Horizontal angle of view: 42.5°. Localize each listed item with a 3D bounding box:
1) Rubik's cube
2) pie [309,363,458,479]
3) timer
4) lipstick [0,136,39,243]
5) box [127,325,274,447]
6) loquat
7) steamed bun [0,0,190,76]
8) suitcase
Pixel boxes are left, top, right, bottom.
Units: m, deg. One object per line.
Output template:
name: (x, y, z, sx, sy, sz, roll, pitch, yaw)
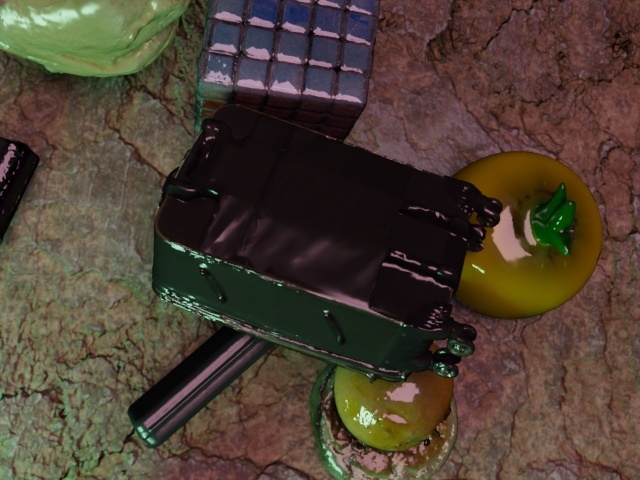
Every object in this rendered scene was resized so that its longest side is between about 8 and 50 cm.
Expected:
Rubik's cube: (-0.056, -0.280, 1.202, 0.237, 0.238, 0.237, 7, 78, -11)
pie: (0.097, 0.268, 1.252, 0.240, 0.054, 0.241, 2, 79, -12)
timer: (0.307, -0.014, 1.228, 0.285, 0.285, 0.285, 2, 82, -12)
lipstick: (-0.487, -0.005, 1.146, 0.081, 0.081, 0.300, 24, 76, -8)
box: (-0.165, 0.188, 1.148, 0.230, 0.160, 0.050, -41, 98, -15)
loquat: (0.095, 0.202, 1.161, 0.204, 0.149, 0.172, 38, 79, 11)
steamed bun: (-0.286, -0.376, 1.145, 0.230, 0.324, 0.372, 52, 52, -46)
suitcase: (0.000, 0.000, 1.085, 0.433, 0.194, 0.283, 20, 53, 0)
